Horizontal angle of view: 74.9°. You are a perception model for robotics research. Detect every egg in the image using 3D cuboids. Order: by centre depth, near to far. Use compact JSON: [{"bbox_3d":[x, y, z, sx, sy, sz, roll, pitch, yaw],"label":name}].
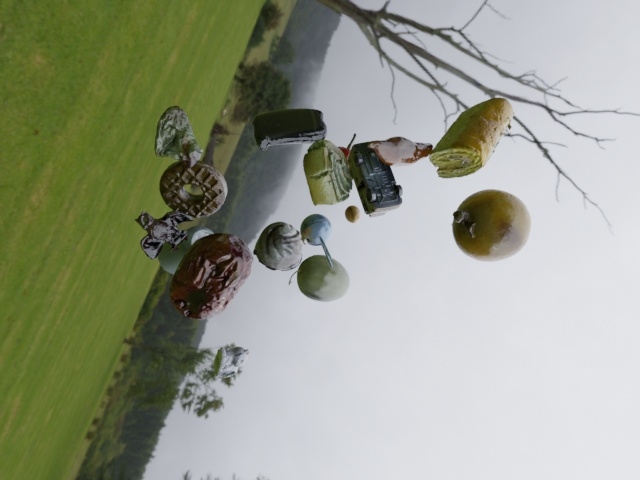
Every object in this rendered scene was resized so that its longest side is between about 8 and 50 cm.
[{"bbox_3d":[0.162,-0.128,2.073,0.080,0.080,0.096,-63,-154,29],"label":"egg"}]

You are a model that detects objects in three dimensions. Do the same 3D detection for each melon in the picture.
[{"bbox_3d":[0.010,0.206,2.257,0.272,0.308,0.271,-28,-143,23],"label":"melon"}]

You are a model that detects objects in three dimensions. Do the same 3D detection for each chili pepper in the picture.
[{"bbox_3d":[0.102,-0.385,2.039,0.135,0.131,0.338,26,-85,52],"label":"chili pepper"}]

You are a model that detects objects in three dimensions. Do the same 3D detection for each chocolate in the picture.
[{"bbox_3d":[-0.234,0.008,2.487,0.303,0.304,0.213,-87,-169,-46],"label":"chocolate"}]

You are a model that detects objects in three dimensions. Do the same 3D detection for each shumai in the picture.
[{"bbox_3d":[-0.613,-0.464,1.884,0.222,0.204,0.271,123,-21,-69],"label":"shumai"}]

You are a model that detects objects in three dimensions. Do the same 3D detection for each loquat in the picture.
[{"bbox_3d":[0.721,-0.069,1.831,0.328,0.360,0.328,-40,-136,54],"label":"loquat"}]

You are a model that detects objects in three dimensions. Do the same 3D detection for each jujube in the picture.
[{"bbox_3d":[-0.446,0.140,1.704,0.376,0.277,0.276,-55,-162,10],"label":"jujube"}]

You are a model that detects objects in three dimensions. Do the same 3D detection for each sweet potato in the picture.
[{"bbox_3d":[0.291,-0.326,1.539,0.112,0.359,0.112,3,-86,47],"label":"sweet potato"}]

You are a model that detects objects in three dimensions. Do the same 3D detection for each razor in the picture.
[{"bbox_3d":[-0.146,-0.534,1.982,0.113,0.349,0.204,102,-24,-56],"label":"razor"}]

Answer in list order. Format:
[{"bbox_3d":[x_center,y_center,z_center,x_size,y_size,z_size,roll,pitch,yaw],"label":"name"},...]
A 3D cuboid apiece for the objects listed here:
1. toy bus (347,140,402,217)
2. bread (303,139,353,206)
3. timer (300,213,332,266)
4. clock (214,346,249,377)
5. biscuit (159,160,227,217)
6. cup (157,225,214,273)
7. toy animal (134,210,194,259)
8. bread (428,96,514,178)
[{"bbox_3d":[0.208,-0.236,1.646,0.157,0.140,0.289,118,-43,-67],"label":"toy bus"},{"bbox_3d":[0.025,-0.247,1.566,0.257,0.124,0.185,63,39,-42],"label":"bread"},{"bbox_3d":[-0.020,-0.006,2.016,0.175,0.176,0.255,135,-40,-59],"label":"timer"},{"bbox_3d":[-0.347,0.474,1.637,0.176,0.117,0.080,119,-36,-44],"label":"clock"},{"bbox_3d":[-0.624,-0.253,2.059,0.103,0.332,0.332,-92,-155,-49],"label":"biscuit"},{"bbox_3d":[-0.650,0.046,2.083,0.312,0.205,0.205,-17,-128,44],"label":"cup"},{"bbox_3d":[-0.564,-0.038,1.481,0.218,0.179,0.116,-46,-157,6],"label":"toy animal"},{"bbox_3d":[0.634,-0.424,1.725,0.237,0.165,0.375,-7,-143,50],"label":"bread"}]
